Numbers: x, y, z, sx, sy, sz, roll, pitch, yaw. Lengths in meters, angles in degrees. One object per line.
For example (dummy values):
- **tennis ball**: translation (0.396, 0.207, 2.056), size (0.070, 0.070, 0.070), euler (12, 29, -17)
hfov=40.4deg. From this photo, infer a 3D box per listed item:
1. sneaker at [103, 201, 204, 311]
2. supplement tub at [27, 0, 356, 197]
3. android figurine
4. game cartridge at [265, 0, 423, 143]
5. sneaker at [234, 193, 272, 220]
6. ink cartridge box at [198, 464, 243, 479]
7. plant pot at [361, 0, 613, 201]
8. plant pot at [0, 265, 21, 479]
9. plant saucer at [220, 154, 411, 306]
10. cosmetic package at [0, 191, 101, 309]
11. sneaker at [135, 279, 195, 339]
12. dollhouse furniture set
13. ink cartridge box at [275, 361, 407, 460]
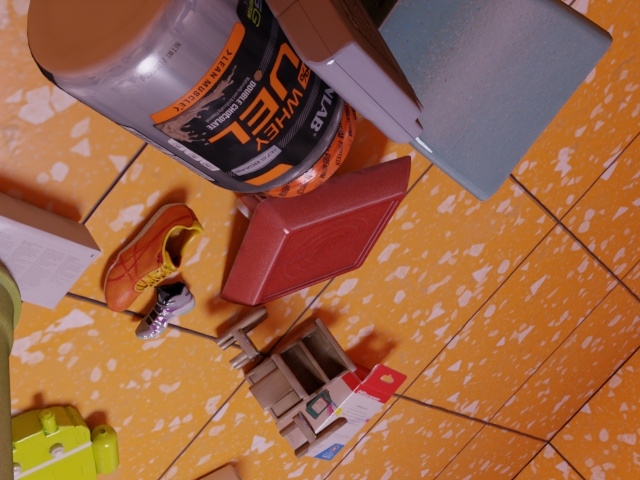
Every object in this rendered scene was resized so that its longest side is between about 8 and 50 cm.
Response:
- **sneaker**: translation (-0.221, 0.030, 1.127), size (0.175, 0.067, 0.064), euler (-51, 145, 14)
- **supplement tub**: translation (-0.111, -0.178, 0.898), size (0.207, 0.207, 0.338), euler (-48, 145, 8)
- **android figurine**: translation (-0.416, 0.341, 1.274), size (0.248, 0.056, 0.273), euler (-20, 141, -28)
- **game cartridge**: translation (-0.007, -0.245, 0.858), size (0.062, 0.297, 0.198), euler (-37, 146, 20)
- **sneaker**: translation (-0.061, -0.054, 1.207), size (0.070, 0.051, 0.134), euler (-49, 151, 14)
- **ink cartridge box**: translation (-0.229, 0.579, 1.642), size (0.201, 0.117, 0.278), euler (-22, 140, -27)
- **plant pot**: translation (0.136, -0.243, 1.051), size (0.252, 0.247, 0.248), euler (24, 109, -38)
- **plant pot**: translation (-0.423, 0.185, 0.879), size (0.276, 0.254, 0.276), euler (-17, 148, -11)
- **plant saucer**: translation (0.000, 0.000, 1.265), size (0.258, 0.048, 0.259), euler (-19, 156, -30)
- **cosmetic package**: translation (-0.367, -0.003, 0.958), size (0.099, 0.060, 0.239), euler (-46, 144, 11)
- **sneaker**: translation (-0.225, 0.090, 1.215), size (0.098, 0.038, 0.069), euler (-40, 144, -21)
- **dollhouse furniture set**: translation (-0.032, 0.203, 1.368), size (0.161, 0.212, 0.242), euler (-35, 173, -8)
- **ink cartridge box**: translation (0.043, 0.306, 1.654), size (0.231, 0.078, 0.134), euler (-48, 145, 7)
